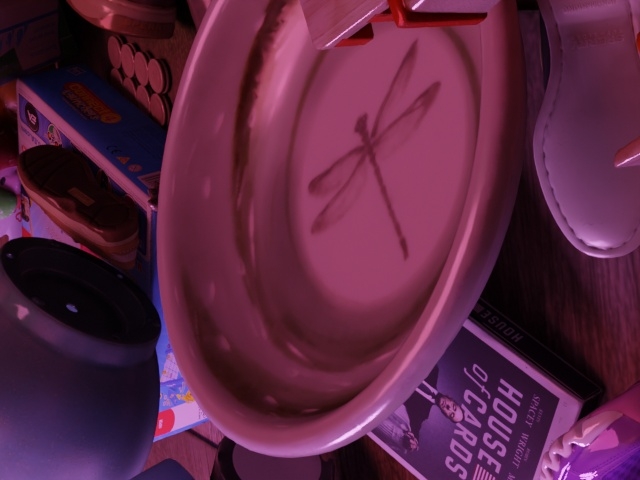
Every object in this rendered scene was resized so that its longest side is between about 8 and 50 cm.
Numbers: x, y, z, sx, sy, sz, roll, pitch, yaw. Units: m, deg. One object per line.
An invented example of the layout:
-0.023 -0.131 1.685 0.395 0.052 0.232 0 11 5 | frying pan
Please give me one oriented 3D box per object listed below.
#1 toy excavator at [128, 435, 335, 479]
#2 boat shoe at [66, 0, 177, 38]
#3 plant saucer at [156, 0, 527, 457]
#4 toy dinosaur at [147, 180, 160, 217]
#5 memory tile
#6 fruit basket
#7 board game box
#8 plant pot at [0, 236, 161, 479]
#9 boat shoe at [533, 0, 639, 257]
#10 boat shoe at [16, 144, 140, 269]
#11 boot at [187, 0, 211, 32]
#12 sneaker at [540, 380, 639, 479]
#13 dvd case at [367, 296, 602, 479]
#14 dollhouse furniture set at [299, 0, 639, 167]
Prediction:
-0.184 0.325 1.299 0.433 0.445 0.222 43 139 26 | toy excavator
-0.238 -0.318 1.564 0.342 0.123 0.123 43 125 48 | boat shoe
0.025 -0.053 1.024 0.400 0.100 0.400 -24 60 53 | plant saucer
0.000 0.000 1.244 0.200 0.127 0.296 -9 114 28 | toy dinosaur
-0.194 -0.154 1.652 0.148 0.012 0.113 33 131 53 | memory tile
-0.377 -0.134 1.758 0.165 0.327 0.353 0 109 25 | fruit basket
-0.222 0.008 1.669 0.308 0.086 0.302 40 137 42 | board game box
-0.272 0.122 1.490 0.196 0.293 0.293 -57 45 19 | plant pot
0.169 -0.104 0.910 0.081 0.069 0.228 0 111 22 | boat shoe
-0.246 -0.029 1.544 0.190 0.068 0.072 41 148 41 | boat shoe
-0.160 -0.265 1.368 0.083 0.161 0.247 -9 94 64 | boot
0.192 0.183 0.979 0.104 0.095 0.236 50 148 31 | sneaker
0.088 0.107 1.135 0.238 0.029 0.179 38 137 30 | dvd case
0.125 -0.161 0.754 0.135 0.259 0.262 -31 72 52 | dollhouse furniture set
